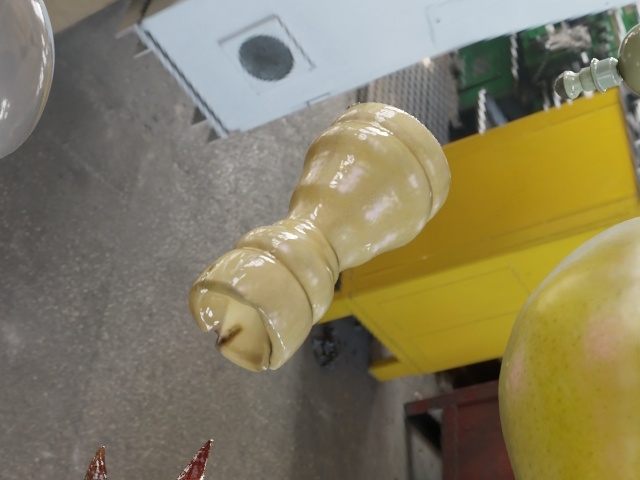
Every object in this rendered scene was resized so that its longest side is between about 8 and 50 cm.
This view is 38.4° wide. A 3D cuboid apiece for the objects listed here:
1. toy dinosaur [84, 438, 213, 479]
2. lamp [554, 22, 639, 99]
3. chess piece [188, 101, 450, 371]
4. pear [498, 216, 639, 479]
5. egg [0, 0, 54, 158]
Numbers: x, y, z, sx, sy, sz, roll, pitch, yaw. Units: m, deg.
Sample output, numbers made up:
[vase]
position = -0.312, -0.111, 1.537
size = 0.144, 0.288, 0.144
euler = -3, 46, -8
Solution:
[toy dinosaur]
position = -0.268, 0.382, 1.507
size = 0.327, 0.207, 0.112
euler = 4, 76, -43
[lamp]
position = 0.353, -0.199, 1.077
size = 0.091, 0.163, 0.090
euler = 25, 58, -48
[chess piece]
position = 0.000, 0.000, 0.390
size = 0.122, 0.066, 0.066
euler = -48, 119, -34
[pear]
position = 0.251, 0.142, 0.682
size = 0.336, 0.285, 0.284
euler = -43, 116, -27
[egg]
position = -0.300, -0.160, 0.776
size = 0.146, 0.147, 0.198
euler = -56, 148, -57
